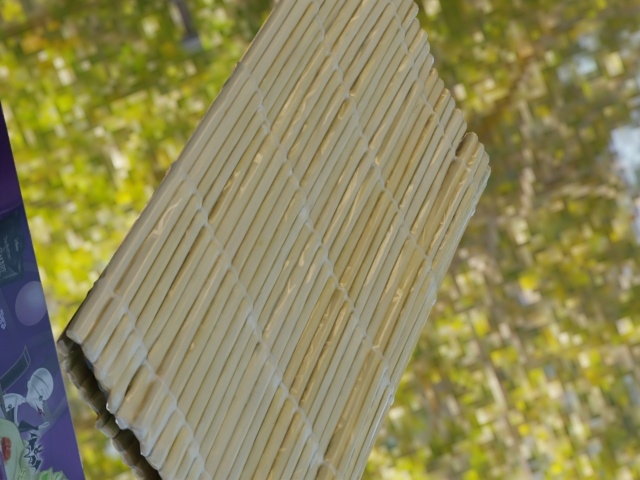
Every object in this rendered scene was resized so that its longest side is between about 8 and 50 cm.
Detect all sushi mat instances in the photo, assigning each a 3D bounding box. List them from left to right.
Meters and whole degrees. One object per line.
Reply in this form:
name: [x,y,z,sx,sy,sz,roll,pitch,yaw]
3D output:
sushi mat: [0.000,0.000,0.702,0.019,0.151,0.316,-12,-151,27]

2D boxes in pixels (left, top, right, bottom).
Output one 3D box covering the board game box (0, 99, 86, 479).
board game box: [-0.200,0.002,0.830,0.208,0.347,0.056,12,-148,37]
